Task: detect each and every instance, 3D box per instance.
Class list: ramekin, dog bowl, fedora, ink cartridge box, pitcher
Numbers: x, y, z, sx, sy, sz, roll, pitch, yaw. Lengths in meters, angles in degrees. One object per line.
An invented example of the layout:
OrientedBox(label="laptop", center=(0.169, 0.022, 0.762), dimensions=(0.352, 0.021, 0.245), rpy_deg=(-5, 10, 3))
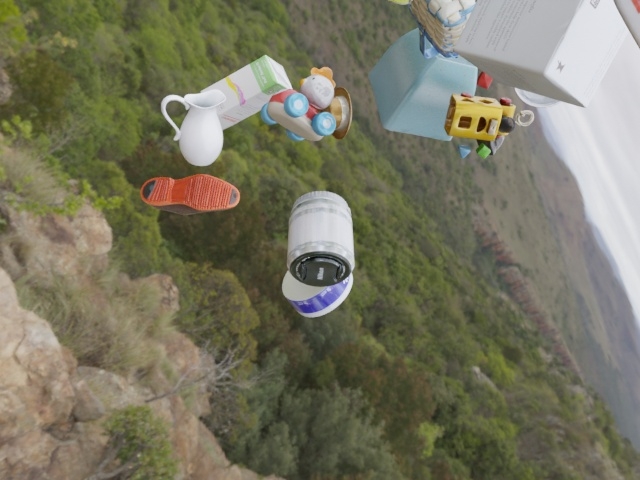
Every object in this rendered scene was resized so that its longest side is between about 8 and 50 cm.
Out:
OrientedBox(label="ramekin", center=(0.773, -0.566, 1.980), dimensions=(0.207, 0.207, 0.109), rpy_deg=(62, 21, -6))
OrientedBox(label="dog bowl", center=(-0.014, 0.161, 2.212), dimensions=(0.104, 0.265, 0.265), rpy_deg=(52, 27, -35))
OrientedBox(label="fedora", center=(0.039, -0.438, 1.966), dimensions=(0.079, 0.194, 0.194), rpy_deg=(-3, 64, -24))
OrientedBox(label="ink cartridge box", center=(-0.301, -0.541, 2.142), dimensions=(0.119, 0.353, 0.207), rpy_deg=(66, 14, 2))
OrientedBox(label="pitcher", center=(-0.364, -0.320, 1.627), dimensions=(0.178, 0.207, 0.125), rpy_deg=(-3, 43, -20))

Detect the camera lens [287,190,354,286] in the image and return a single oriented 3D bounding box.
OrientedBox(label="camera lens", center=(0.000, 0.000, 1.912), dimensions=(0.219, 0.219, 0.274), rpy_deg=(42, 35, -41))

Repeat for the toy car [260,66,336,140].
OrientedBox(label="toy car", center=(-0.042, -0.464, 1.842), dimensions=(0.210, 0.219, 0.238), rpy_deg=(29, 79, -27))

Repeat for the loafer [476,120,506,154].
OrientedBox(label="loafer", center=(0.471, -0.325, 1.595), dimensions=(0.080, 0.078, 0.220), rpy_deg=(45, -1, 28))

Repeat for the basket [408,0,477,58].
OrientedBox(label="basket", center=(0.328, -0.523, 1.251), dimensions=(0.201, 0.255, 0.289), rpy_deg=(62, 10, 15))

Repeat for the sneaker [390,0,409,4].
OrientedBox(label="sneaker", center=(0.152, -0.721, 1.517), dimensions=(0.126, 0.240, 0.091), rpy_deg=(117, -12, -69))

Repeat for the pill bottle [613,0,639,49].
OrientedBox(label="pill bottle", center=(0.433, -0.277, 0.611), dimensions=(0.108, 0.193, 0.108), rpy_deg=(31, 44, -36))

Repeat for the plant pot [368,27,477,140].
OrientedBox(label="plant pot", center=(0.324, -0.489, 1.713), dimensions=(0.247, 0.252, 0.248), rpy_deg=(5, 55, -23))

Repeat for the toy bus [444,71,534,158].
OrientedBox(label="toy bus", center=(0.405, -0.293, 1.400), dimensions=(0.191, 0.202, 0.104), rpy_deg=(47, 22, -21))

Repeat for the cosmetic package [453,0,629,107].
OrientedBox(label="cosmetic package", center=(0.346, -0.322, 0.896), dimensions=(0.151, 0.151, 0.184), rpy_deg=(14, 17, -43))

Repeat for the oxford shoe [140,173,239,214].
OrientedBox(label="oxford shoe", center=(-0.333, -0.115, 1.518), dimensions=(0.098, 0.271, 0.097), rpy_deg=(60, 39, -66))
